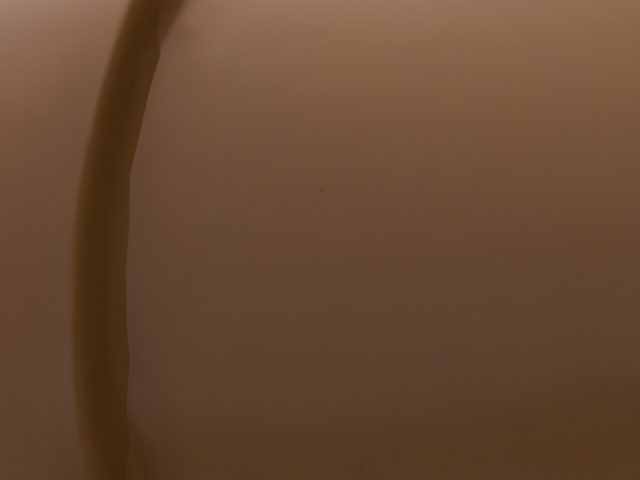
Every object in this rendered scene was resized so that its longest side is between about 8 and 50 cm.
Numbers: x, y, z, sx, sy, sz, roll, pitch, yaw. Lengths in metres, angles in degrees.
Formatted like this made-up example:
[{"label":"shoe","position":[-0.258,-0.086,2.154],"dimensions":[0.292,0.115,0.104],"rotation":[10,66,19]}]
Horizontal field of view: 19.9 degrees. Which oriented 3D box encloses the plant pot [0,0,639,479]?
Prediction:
[{"label":"plant pot","position":[0.059,0.017,0.499],"dimensions":[0.291,0.203,0.291],"rotation":[6,-97,-53]}]
